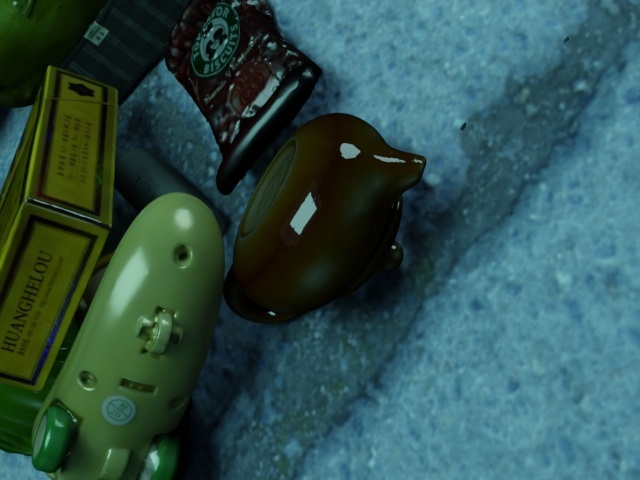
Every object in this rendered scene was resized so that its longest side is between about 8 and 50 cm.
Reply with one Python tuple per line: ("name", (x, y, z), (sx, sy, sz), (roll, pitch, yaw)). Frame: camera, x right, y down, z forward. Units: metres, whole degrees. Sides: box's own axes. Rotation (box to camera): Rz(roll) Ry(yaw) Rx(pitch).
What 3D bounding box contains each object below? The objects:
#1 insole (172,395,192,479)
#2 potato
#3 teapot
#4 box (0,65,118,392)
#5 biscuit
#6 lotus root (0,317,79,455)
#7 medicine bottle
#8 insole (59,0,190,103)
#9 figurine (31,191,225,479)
("insole", (-0.146, 0.154, 1.184), (0.080, 0.003, 0.232), (1, 78, 41))
("potato", (-0.323, -0.251, 1.333), (0.253, 0.186, 0.148), (-55, 27, 30))
("teapot", (0.000, 0.000, 1.032), (0.252, 0.135, 0.178), (-51, 13, 41))
("box", (-0.269, -0.022, 1.184), (0.193, 0.084, 0.301), (-62, 20, 24))
("biscuit", (-0.080, -0.167, 1.181), (0.151, 0.063, 0.235), (-46, 49, 21))
("lotus root", (-0.345, 0.129, 1.254), (0.186, 0.186, 0.186), (-13, 69, 38))
("medicine bottle", (-0.171, -0.055, 1.232), (0.199, 0.057, 0.058), (40, 104, 41))
("insole", (-0.184, -0.242, 1.270), (0.309, 0.110, 0.012), (-43, 27, 28))
("figurine", (-0.176, 0.096, 1.124), (0.222, 0.124, 0.325), (-108, 39, -63))
